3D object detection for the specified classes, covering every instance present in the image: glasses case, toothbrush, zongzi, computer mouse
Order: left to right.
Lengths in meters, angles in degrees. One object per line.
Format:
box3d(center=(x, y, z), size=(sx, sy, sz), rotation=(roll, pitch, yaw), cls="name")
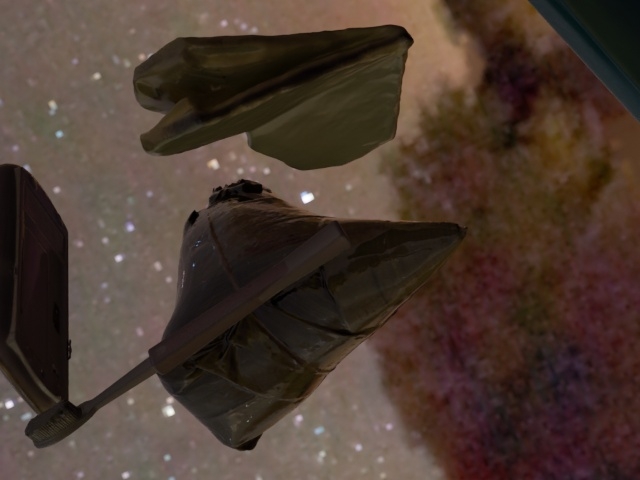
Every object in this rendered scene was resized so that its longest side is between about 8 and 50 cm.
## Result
box3d(center=(-0.207, 0.032, 0.881), size=(0.102, 0.045, 0.199), rotation=(64, -171, -45), cls="computer mouse")
box3d(center=(-0.068, 0.050, 0.650), size=(0.017, 0.194, 0.014), rotation=(53, -174, -43), cls="toothbrush")
box3d(center=(0.000, 0.000, 1.098), size=(0.145, 0.300, 0.274), rotation=(40, -153, -26), cls="zongzi")
box3d(center=(0.288, -0.155, 1.041), size=(0.301, 0.117, 0.070), rotation=(47, 177, -3), cls="glasses case")

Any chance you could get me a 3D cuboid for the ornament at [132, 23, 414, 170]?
box3d(center=(-0.008, -0.099, 0.847), size=(0.201, 0.180, 0.059), rotation=(2, -110, -49), cls="ornament")
